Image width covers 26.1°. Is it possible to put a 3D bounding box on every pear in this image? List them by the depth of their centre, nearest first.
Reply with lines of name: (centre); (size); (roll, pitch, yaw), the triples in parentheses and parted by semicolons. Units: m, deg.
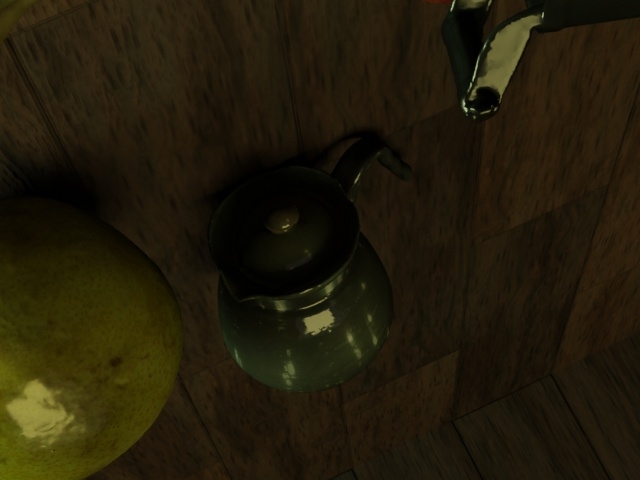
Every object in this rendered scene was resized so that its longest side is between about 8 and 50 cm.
pear: (-0.287, 0.107, 1.427); (0.304, 0.304, 0.304); (-23, 157, -10)

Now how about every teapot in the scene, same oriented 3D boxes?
teapot: (0.005, 0.020, 1.674); (0.305, 0.223, 0.285); (-23, 150, -4)

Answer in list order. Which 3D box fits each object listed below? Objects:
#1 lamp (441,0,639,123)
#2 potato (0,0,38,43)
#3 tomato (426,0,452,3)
lamp: (0.279, -0.279, 1.162); (0.272, 0.205, 0.374); (9, 123, -7)
potato: (-0.267, -0.195, 1.080); (0.138, 0.070, 0.091); (-38, 154, 21)
tomato: (0.135, -0.281, 1.315); (0.139, 0.091, 0.159); (-18, 154, -23)
